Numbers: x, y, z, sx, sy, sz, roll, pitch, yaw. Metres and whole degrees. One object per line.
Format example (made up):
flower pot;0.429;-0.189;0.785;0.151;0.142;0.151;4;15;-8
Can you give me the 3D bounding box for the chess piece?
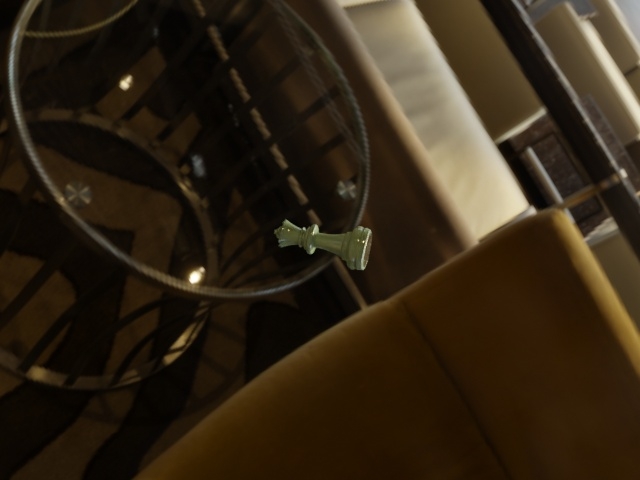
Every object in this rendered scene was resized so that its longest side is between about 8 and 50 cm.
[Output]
chess piece;0.000;0.000;0.841;0.093;0.042;0.042;12;53;10
